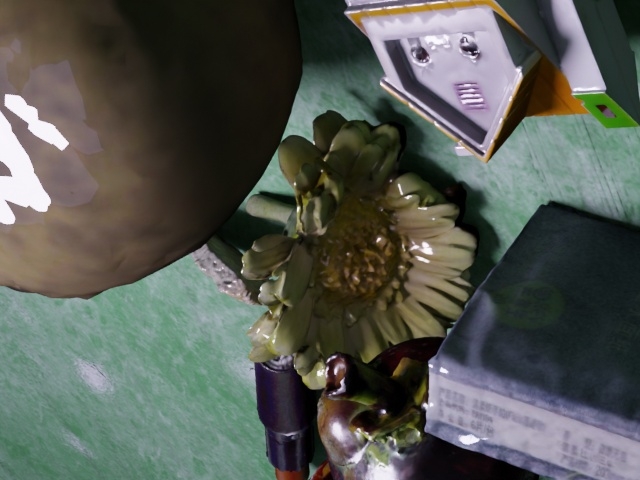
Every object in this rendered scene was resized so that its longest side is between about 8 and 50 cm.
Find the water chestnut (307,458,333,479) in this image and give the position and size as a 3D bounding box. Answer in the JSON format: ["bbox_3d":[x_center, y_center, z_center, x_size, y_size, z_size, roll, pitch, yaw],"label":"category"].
[{"bbox_3d":[0.086,0.362,2.307,0.300,0.300,0.300,22,145,17],"label":"water chestnut"}]

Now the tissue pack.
[{"bbox_3d":[0.335,0.131,1.747,0.394,0.288,0.124,19,133,22],"label":"tissue pack"}]

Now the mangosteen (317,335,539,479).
[{"bbox_3d":[0.099,0.199,1.869,0.231,0.231,0.289,8,164,33],"label":"mangosteen"}]

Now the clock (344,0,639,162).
[{"bbox_3d":[0.144,-0.214,1.592,0.235,0.166,0.309,0,127,40],"label":"clock"}]

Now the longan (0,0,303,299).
[{"bbox_3d":[-0.211,-0.174,1.726,0.404,0.404,0.436,22,123,17],"label":"longan"}]

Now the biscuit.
[{"bbox_3d":[-0.123,0.018,2.152,0.133,0.032,0.250,27,-171,-48],"label":"biscuit"}]

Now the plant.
[{"bbox_3d":[0.044,0.010,1.987,0.261,0.297,0.306,9,100,-3],"label":"plant"}]

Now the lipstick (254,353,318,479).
[{"bbox_3d":[-0.042,0.228,2.384,0.081,0.081,0.300,20,143,20],"label":"lipstick"}]
